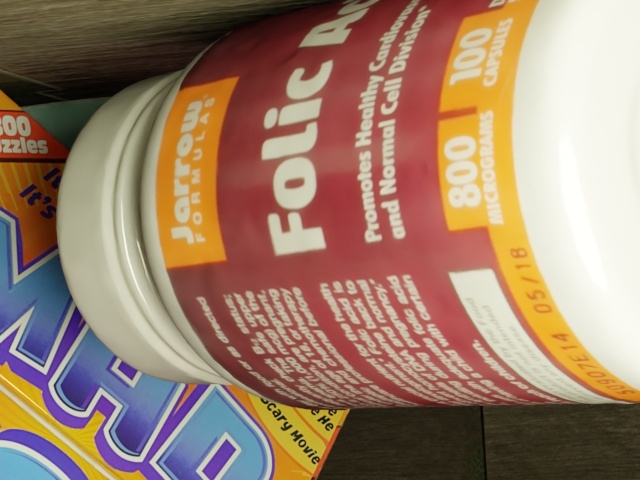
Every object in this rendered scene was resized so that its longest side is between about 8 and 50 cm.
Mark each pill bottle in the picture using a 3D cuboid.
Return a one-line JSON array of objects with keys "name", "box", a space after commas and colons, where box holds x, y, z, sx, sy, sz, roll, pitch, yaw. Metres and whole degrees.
[{"name": "pill bottle", "box": [0.048, -0.023, 0.965, 0.224, 0.224, 0.392, -2, 176, -43]}]

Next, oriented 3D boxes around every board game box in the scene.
[{"name": "board game box", "box": [-0.271, 0.180, 1.316, 0.356, 0.356, 0.356, 42, 142, -18]}]

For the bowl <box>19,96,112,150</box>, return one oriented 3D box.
[{"name": "bowl", "box": [-0.137, -0.022, 1.489, 0.311, 0.163, 0.311, -3, 178, 0]}]
